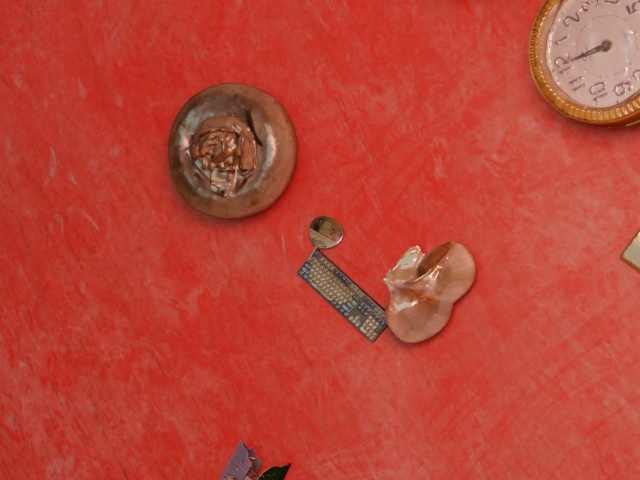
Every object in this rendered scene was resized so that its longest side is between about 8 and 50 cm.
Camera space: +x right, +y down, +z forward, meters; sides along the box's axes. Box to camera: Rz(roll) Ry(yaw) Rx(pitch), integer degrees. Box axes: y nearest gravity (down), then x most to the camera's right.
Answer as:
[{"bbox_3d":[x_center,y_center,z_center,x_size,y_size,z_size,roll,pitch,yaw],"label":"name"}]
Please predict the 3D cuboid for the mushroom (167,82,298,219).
[{"bbox_3d":[-0.149,-0.146,1.890,0.226,0.178,0.226,2,95,27],"label":"mushroom"}]

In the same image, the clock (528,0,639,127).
[{"bbox_3d":[0.466,-0.290,1.672,0.317,0.200,0.244,-24,76,26],"label":"clock"}]

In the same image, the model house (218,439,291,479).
[{"bbox_3d":[-0.136,0.412,1.891,0.088,0.117,0.167,31,101,23],"label":"model house"}]

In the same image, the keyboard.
[{"bbox_3d":[0.039,0.089,1.896,0.176,0.014,0.055,43,104,17],"label":"keyboard"}]

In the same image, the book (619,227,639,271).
[{"bbox_3d":[0.617,0.027,1.683,0.295,0.020,0.208,38,100,18],"label":"book"}]

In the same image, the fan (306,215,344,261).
[{"bbox_3d":[-0.002,-0.009,1.912,0.080,0.003,0.060,-31,69,3],"label":"fan"}]

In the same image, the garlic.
[{"bbox_3d":[0.166,0.074,1.809,0.124,0.099,0.174,43,101,2],"label":"garlic"}]
